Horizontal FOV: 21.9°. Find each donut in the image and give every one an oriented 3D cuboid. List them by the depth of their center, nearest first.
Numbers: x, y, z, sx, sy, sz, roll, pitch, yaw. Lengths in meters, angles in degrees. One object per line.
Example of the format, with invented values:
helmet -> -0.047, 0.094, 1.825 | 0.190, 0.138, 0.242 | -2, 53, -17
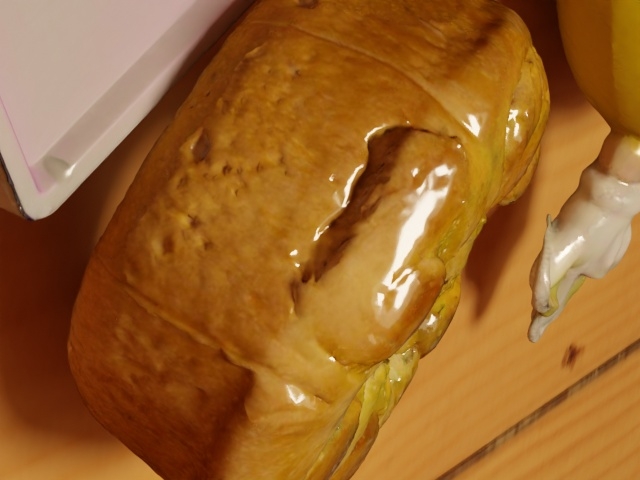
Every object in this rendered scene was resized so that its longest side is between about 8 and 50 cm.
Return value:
donut -> 0.000, -0.001, 0.625 | 0.226, 0.114, 0.226 | -56, 173, -11

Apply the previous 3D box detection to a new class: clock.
clock -> -0.090, -0.123, 0.492 | 0.150, 0.063, 0.197 | -51, 147, -30

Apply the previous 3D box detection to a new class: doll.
doll -> 0.227, -0.129, 0.958 | 0.423, 0.161, 0.348 | -35, 146, -47
